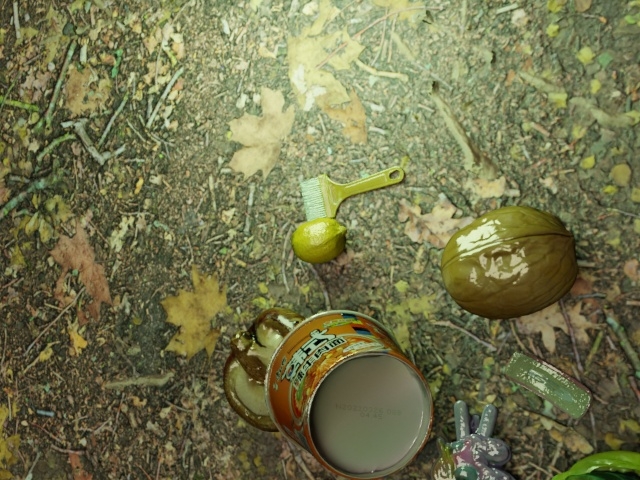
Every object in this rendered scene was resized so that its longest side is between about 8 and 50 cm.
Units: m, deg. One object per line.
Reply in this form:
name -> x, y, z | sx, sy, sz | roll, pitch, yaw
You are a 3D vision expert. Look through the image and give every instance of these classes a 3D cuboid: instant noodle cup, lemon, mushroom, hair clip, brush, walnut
instant noodle cup -> 0.049, 0.247, 1.210 | 0.250, 0.192, 0.250 | -1, 95, -13
lemon -> 0.000, 0.000, 1.374 | 0.110, 0.082, 0.082 | -13, 82, 28
mushroom -> -0.071, 0.229, 1.387 | 0.194, 0.138, 0.231 | 49, 122, 7
hair clip -> 0.352, 0.222, 1.203 | 0.137, 0.022, 0.054 | 30, 103, 26
brush -> 0.057, -0.093, 1.386 | 0.205, 0.011, 0.083 | -16, 80, 27
walnut -> 0.283, 0.033, 1.171 | 0.207, 0.167, 0.167 | -22, 78, 28
hair clip -> 0.241, 0.398, 1.222 | 0.137, 0.090, 0.278 | 3, 90, 21

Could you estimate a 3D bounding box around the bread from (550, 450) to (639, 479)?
bread -> 0.438, 0.475, 1.033 | 0.208, 0.251, 0.376 | -7, 82, -15
